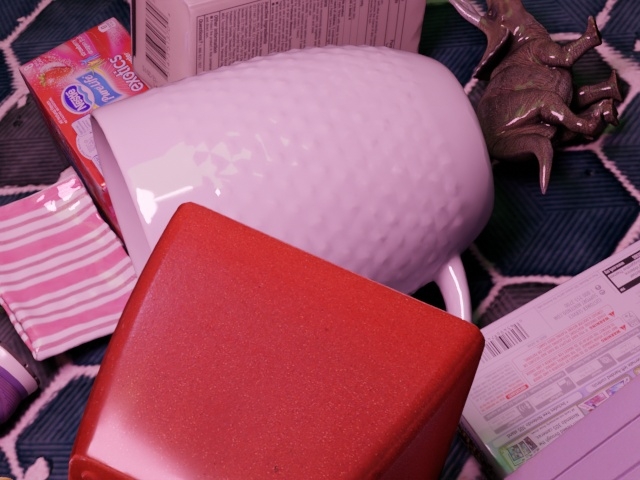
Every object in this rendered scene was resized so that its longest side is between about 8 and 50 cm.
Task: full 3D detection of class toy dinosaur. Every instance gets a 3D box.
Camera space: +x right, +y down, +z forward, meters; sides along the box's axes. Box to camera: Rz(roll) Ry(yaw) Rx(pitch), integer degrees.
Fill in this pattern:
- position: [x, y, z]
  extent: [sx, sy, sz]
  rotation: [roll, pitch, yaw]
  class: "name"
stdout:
- position: [0.221, -0.139, 1.599]
  extent: [0.160, 0.121, 0.313]
  rotation: [-13, 49, 24]
  class: "toy dinosaur"

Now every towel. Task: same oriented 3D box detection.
- position: [-0.271, 0.025, 1.596]
  extent: [0.144, 0.029, 0.197]
  rotation: [-24, 59, -23]
  class: "towel"

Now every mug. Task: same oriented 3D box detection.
- position: [0.000, 0.000, 1.447]
  extent: [0.328, 0.276, 0.374]
  rotation: [-19, 75, -11]
  class: "mug"

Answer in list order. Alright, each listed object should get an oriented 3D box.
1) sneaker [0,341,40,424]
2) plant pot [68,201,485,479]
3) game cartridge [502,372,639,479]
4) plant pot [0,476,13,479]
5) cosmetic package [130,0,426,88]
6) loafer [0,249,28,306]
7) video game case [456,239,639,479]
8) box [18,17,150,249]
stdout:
- position: [-0.425, 0.120, 1.566]
  extent: [0.283, 0.107, 0.124]
  rotation: [24, 66, 34]
  class: "sneaker"
- position: [-0.059, 0.179, 1.198]
  extent: [0.267, 0.267, 0.236]
  rotation: [23, 45, 12]
  class: "plant pot"
- position: [0.180, 0.257, 1.117]
  extent: [0.355, 0.068, 0.230]
  rotation: [-47, 34, 40]
  class: "game cartridge"
- position: [-0.309, 0.337, 1.266]
  extent: [0.212, 0.212, 0.187]
  rotation: [-15, 60, 5]
  class: "plant pot"
- position: [-0.043, -0.247, 1.634]
  extent: [0.296, 0.153, 0.129]
  rotation: [-18, 43, -28]
  class: "cosmetic package"
- position: [-0.312, 0.014, 1.659]
  extent: [0.050, 0.056, 0.148]
  rotation: [18, 48, 34]
  class: "loafer"
- position: [0.264, 0.140, 1.321]
  extent: [0.269, 0.061, 0.244]
  rotation: [-28, 53, -10]
  class: "video game case"
- position: [-0.215, -0.115, 1.693]
  extent: [0.128, 0.123, 0.257]
  rotation: [-29, 47, -11]
  class: "box"
